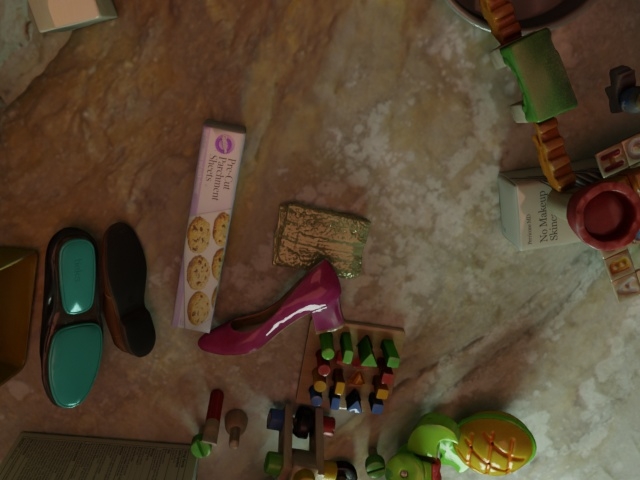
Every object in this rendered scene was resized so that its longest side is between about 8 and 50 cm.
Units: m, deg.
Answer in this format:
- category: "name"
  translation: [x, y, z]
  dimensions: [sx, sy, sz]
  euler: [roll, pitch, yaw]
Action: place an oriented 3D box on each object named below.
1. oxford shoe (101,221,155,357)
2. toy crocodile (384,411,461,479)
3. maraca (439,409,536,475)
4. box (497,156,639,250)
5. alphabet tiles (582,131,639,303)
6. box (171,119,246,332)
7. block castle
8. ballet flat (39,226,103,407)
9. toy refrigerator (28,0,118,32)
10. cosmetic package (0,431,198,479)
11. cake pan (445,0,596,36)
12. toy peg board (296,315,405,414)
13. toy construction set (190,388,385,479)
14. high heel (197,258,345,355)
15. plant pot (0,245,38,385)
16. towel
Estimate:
- category: "oxford shoe"
  translation: [-0.317, 0.077, 1.051]
  dimensions: [0.076, 0.076, 0.213]
  euler: [2, 101, 37]
- category: "toy crocodile"
  translation: [0.154, 0.456, 1.132]
  dimensions: [0.105, 0.115, 0.341]
  euler: [12, 88, 18]
- category: "maraca"
  translation: [0.278, 0.352, 1.159]
  dimensions: [0.185, 0.099, 0.127]
  euler: [-22, 106, 31]
- category: "box"
  translation: [0.421, -0.066, 1.029]
  dimensions: [0.274, 0.094, 0.113]
  euler: [-11, 108, 0]
- category: "alphabet tiles"
  translation: [0.493, -0.047, 0.985]
  dimensions: [0.198, 0.009, 0.237]
  euler: [-25, 107, 5]
- category: "box"
  translation: [-0.172, -0.018, 1.028]
  dimensions: [0.067, 0.063, 0.324]
  euler: [11, 107, -8]
- category: "block castle"
  translation: [0.377, -0.246, 0.822]
  dimensions: [0.302, 0.213, 0.454]
  euler: [-23, 99, 4]
- category: "ballet flat"
  translation: [-0.389, 0.114, 1.045]
  dimensions: [0.095, 0.096, 0.281]
  euler: [0, 102, -39]
- category: "toy refrigerator"
  translation: [-0.360, -0.415, 0.870]
  dimensions: [0.094, 0.102, 0.270]
  euler: [-14, 109, 1]
- category: "cosmetic package"
  translation: [-0.365, 0.416, 1.108]
  dimensions: [0.309, 0.160, 0.113]
  euler: [7, 108, -4]
- category: "cake pan"
  translation: [0.277, -0.434, 0.924]
  dimensions: [0.293, 0.054, 0.293]
  euler: [-1, 108, -3]
- category: "toy peg board"
  translation: [0.051, 0.222, 1.110]
  dimensions: [0.161, 0.079, 0.161]
  euler: [9, 107, -6]
- category: "toy construction set"
  translation: [-0.078, 0.401, 1.076]
  dimensions: [0.309, 0.237, 0.257]
  euler: [41, 101, -14]
- category: "high heel"
  translation: [-0.086, 0.105, 1.053]
  dimensions: [0.243, 0.082, 0.117]
  euler: [-11, 112, 9]
- category: "plant pot"
  translation: [-0.567, 0.113, 0.984]
  dimensions: [0.187, 0.212, 0.212]
  euler: [16, 107, 5]
- category: "towel"
  translation: [0.000, 0.000, 1.062]
  dimensions: [0.148, 0.027, 0.110]
  euler: [10, 106, -6]
